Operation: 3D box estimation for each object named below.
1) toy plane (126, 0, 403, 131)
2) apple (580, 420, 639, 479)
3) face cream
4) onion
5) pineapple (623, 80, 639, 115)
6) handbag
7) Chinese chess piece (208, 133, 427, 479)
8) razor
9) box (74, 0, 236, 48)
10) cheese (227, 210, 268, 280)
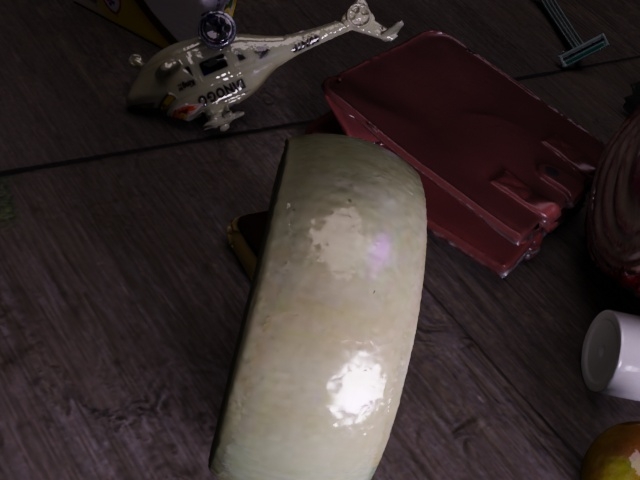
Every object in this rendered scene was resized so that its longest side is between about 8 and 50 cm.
[{"bbox_3d":[-0.060,-0.186,0.981,0.286,0.092,0.108,-24,87,-8],"label":"toy plane"},{"bbox_3d":[0.249,0.186,0.749,0.089,0.074,0.089,12,43,-11],"label":"apple"},{"bbox_3d":[0.366,0.121,0.865,0.250,0.077,0.077,12,41,-10],"label":"face cream"},{"bbox_3d":[0.376,-0.024,0.914,0.206,0.216,0.207,18,-2,-7],"label":"onion"},{"bbox_3d":[0.495,-0.210,1.270,0.237,0.111,0.119,-29,28,-32],"label":"pineapple"},{"bbox_3d":[0.152,-0.103,1.028,0.275,0.084,0.260,38,41,18],"label":"handbag"},{"bbox_3d":[-0.003,0.052,0.656,0.101,0.250,0.250,12,41,-5],"label":"Chinese chess piece"},{"bbox_3d":[0.342,-0.304,1.357,0.068,0.037,0.191,-26,40,11],"label":"razor"},{"bbox_3d":[-0.160,-0.348,1.023,0.168,0.265,0.097,30,43,9],"label":"box"},{"bbox_3d":[0.000,-0.001,0.881,0.162,0.036,0.086,-11,47,-32],"label":"cheese"}]
